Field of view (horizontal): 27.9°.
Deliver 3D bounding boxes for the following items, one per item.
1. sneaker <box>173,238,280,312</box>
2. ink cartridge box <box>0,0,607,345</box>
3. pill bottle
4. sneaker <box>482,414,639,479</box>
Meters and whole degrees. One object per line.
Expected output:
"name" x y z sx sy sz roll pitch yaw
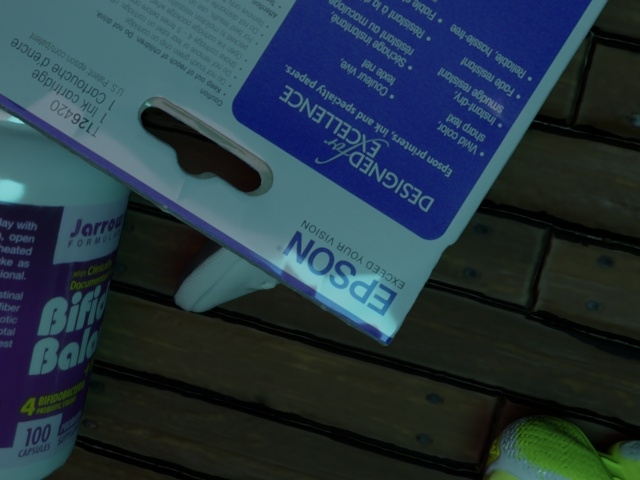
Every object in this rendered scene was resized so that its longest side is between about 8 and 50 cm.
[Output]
"sneaker" 0.000 0.000 0.846 0.212 0.080 0.094 -36 105 17
"ink cartridge box" -0.008 -0.148 0.752 0.304 0.072 0.307 33 91 -5
"pill bottle" -0.216 -0.002 0.842 0.169 0.169 0.301 17 107 8
"sneaker" 0.216 0.200 0.847 0.240 0.091 0.126 21 126 7
